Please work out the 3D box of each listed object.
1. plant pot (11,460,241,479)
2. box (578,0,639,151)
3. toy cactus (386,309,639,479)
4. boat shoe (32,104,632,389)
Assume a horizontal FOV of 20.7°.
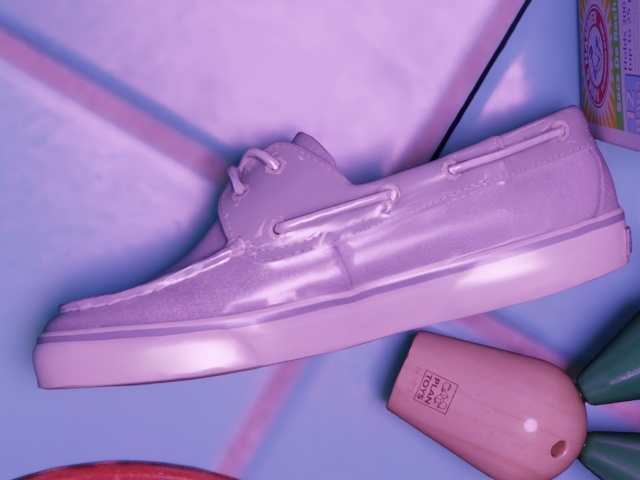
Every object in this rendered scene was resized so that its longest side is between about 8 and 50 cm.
[{"bbox_3d":[-0.064,0.235,0.566,0.272,0.265,0.272,-1,96,-7],"label":"plant pot"},{"bbox_3d":[0.153,-0.134,0.626,0.103,0.114,0.203,-4,97,-5],"label":"box"},{"bbox_3d":[0.111,0.090,0.658,0.181,0.112,0.219,22,110,5],"label":"toy cactus"},{"bbox_3d":[0.001,0.000,0.649,0.228,0.079,0.081,-14,88,-10],"label":"boat shoe"}]
